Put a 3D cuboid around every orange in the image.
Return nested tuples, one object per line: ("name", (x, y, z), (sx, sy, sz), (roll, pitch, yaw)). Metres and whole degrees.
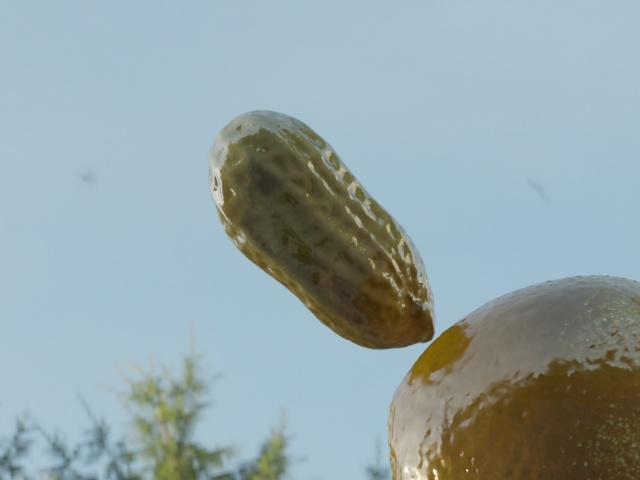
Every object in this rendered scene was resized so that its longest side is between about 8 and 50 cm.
("orange", (0.155, 0.131, 1.182), (0.236, 0.236, 0.236), (-7, -53, -10))

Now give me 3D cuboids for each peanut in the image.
("peanut", (0.000, 0.000, 1.250), (0.093, 0.083, 0.194), (-29, -70, 33))
